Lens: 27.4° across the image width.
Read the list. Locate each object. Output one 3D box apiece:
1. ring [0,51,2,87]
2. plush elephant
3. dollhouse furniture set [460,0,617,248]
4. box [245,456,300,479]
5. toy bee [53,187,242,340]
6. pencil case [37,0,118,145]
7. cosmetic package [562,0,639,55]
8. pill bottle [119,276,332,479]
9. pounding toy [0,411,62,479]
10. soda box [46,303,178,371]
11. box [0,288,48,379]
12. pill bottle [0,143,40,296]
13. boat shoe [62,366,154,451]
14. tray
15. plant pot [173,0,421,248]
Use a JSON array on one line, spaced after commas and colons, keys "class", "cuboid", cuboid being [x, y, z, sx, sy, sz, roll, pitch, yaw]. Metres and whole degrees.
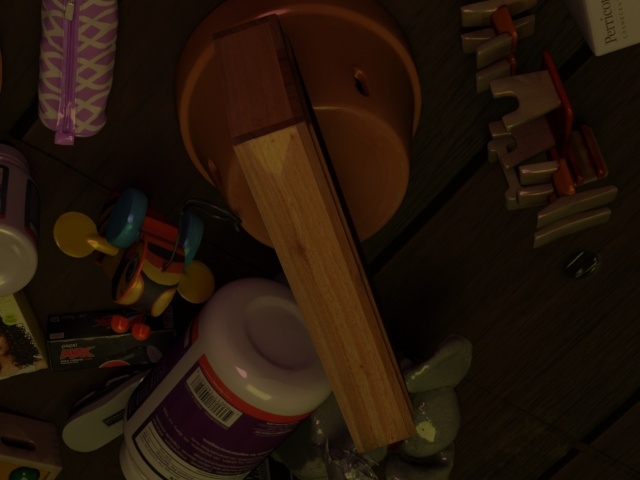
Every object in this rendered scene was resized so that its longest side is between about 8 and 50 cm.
[{"class": "ring", "cuboid": [-0.521, -0.201, 1.440, 0.336, 0.032, 0.336, -5, 127, -6]}, {"class": "plush elephant", "cuboid": [0.069, 0.211, 1.729, 0.255, 0.330, 0.272, -3, 122, -31]}, {"class": "dollhouse furniture set", "cuboid": [0.267, -0.130, 1.514, 0.135, 0.262, 0.259, -18, 162, 1]}, {"class": "box", "cuboid": [-0.140, 0.409, 1.799, 0.242, 0.307, 0.076, 9, 129, -16]}, {"class": "toy bee", "cuboid": [-0.211, 0.024, 1.486, 0.195, 0.298, 0.162, 22, 84, -5]}, {"class": "pencil case", "cuboid": [-0.266, -0.213, 1.439, 0.086, 0.088, 0.206, 2, 127, -9]}, {"class": "cosmetic package", "cuboid": [0.351, -0.322, 1.424, 0.183, 0.151, 0.151, -19, 127, 5]}, {"class": "pill bottle", "cuboid": [-0.125, 0.199, 1.612, 0.181, 0.181, 0.323, 20, 135, -23]}, {"class": "pounding toy", "cuboid": [-0.485, 0.333, 1.797, 0.181, 0.094, 0.206, 20, 121, -33]}, {"class": "soda box", "cuboid": [-0.271, 0.128, 1.721, 0.169, 0.053, 0.060, -5, 128, -6]}, {"class": "box", "cuboid": [-0.418, 0.072, 1.649, 0.087, 0.058, 0.232, -15, 128, 1]}, {"class": "pill bottle", "cuboid": [-0.375, -0.029, 1.501, 0.108, 0.180, 0.108, -5, 128, -6]}, {"class": "boat shoe", "cuboid": [-0.253, 0.209, 1.776, 0.219, 0.070, 0.078, -25, 120, 13]}, {"class": "tray", "cuboid": [0.000, 0.000, 1.318, 0.076, 0.203, 0.411, -19, 128, 3]}, {"class": "plant pot", "cuboid": [-0.014, -0.121, 1.482, 0.291, 0.203, 0.291, -6, 128, -7]}]
